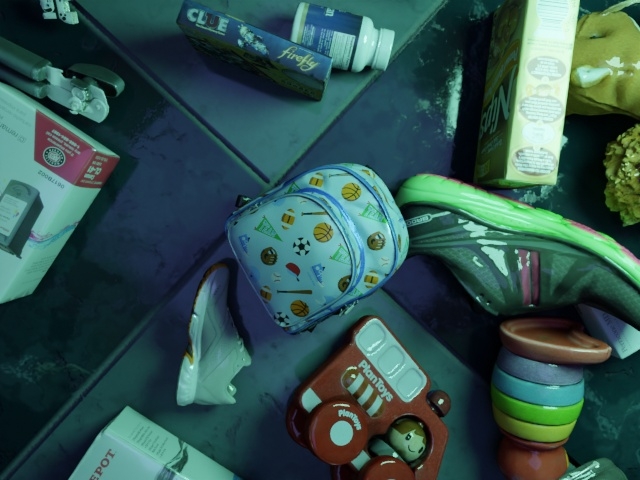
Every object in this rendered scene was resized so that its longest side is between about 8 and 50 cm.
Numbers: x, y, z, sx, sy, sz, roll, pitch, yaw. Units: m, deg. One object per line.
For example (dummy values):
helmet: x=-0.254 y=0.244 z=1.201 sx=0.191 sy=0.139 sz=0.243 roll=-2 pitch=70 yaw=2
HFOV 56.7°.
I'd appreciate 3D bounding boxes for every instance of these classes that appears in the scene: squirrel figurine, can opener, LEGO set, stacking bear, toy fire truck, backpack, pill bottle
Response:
squirrel figurine: x=0.569 y=-0.217 z=0.959 sx=0.371 sy=0.281 sz=0.396 roll=1 pitch=90 yaw=5
can opener: x=-0.482 y=-0.291 z=1.026 sx=0.280 sy=0.093 sz=0.074 roll=23 pitch=137 yaw=-2
LEGO set: x=-0.463 y=-0.486 z=0.995 sx=0.093 sy=0.087 sz=0.227 roll=1 pitch=116 yaw=7
stacking bear: x=0.378 y=0.294 z=1.036 sx=0.164 sy=0.175 sz=0.288 roll=3 pitch=100 yaw=1
toy fire truck: x=0.103 y=0.314 z=1.033 sx=0.254 sy=0.169 sz=0.302 roll=-42 pitch=94 yaw=-18
backpack: x=0.000 y=0.000 z=0.960 sx=0.263 sy=0.213 sz=0.276 roll=-30 pitch=94 yaw=15
pill bottle: x=0.036 y=-0.343 z=1.018 sx=0.170 sy=0.094 sz=0.094 roll=12 pitch=93 yaw=-3

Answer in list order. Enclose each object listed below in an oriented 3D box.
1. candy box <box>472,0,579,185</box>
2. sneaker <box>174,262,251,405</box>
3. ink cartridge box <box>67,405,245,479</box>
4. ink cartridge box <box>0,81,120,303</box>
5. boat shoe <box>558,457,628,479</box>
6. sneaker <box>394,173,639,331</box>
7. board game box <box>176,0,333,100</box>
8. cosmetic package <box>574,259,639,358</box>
candy box: x=0.336 y=-0.248 z=0.987 sx=0.088 sy=0.183 sz=0.316 roll=7 pitch=93 yaw=-1
sneaker: x=-0.175 y=0.169 z=1.048 sx=0.121 sy=0.099 sz=0.262 roll=11 pitch=100 yaw=-10
ink cartridge box: x=-0.288 y=0.475 z=1.034 sx=0.307 sy=0.129 sz=0.223 roll=34 pitch=92 yaw=-3
ink cartridge box: x=-0.527 y=-0.081 z=1.000 sx=0.226 sy=0.131 sz=0.306 roll=33 pitch=90 yaw=-3
boat shoe: x=0.400 y=0.492 z=1.084 sx=0.335 sy=0.095 sz=0.112 roll=-19 pitch=129 yaw=3
sneaker: x=0.343 y=0.045 z=1.006 sx=0.483 sy=0.185 sz=0.202 roll=24 pitch=104 yaw=15
board game box: x=-0.102 y=-0.309 z=0.982 sx=0.243 sy=0.165 sz=0.042 roll=22 pitch=92 yaw=-3
cosmetic package: x=0.590 y=0.102 z=1.062 sx=0.231 sy=0.085 sz=0.117 roll=-31 pitch=93 yaw=-1
